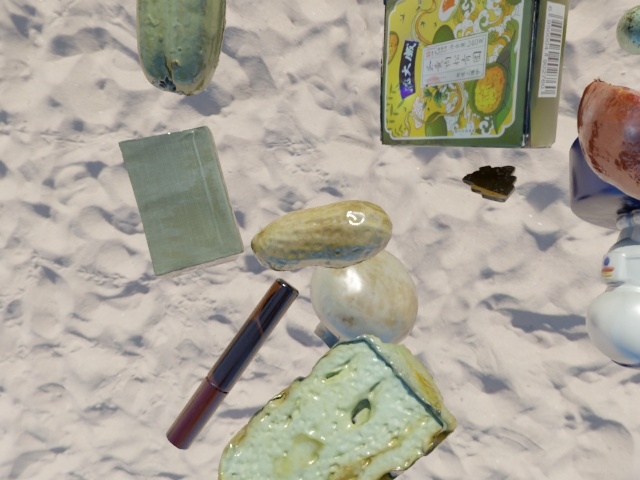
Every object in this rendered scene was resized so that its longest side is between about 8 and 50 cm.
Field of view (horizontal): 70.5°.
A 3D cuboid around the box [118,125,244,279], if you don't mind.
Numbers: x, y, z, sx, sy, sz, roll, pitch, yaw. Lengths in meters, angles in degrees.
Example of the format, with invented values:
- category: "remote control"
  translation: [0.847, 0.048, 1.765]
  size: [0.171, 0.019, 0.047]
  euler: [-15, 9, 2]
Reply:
- category: "box"
  translation: [-0.241, -0.062, 0.812]
  size: [0.156, 0.149, 0.231]
  euler: [-16, 87, -15]

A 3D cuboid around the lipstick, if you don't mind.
- category: "lipstick"
  translation: [-0.162, 0.226, 0.848]
  size: [0.057, 0.057, 0.356]
  euler: [35, 87, -2]

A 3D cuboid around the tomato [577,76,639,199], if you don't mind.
- category: "tomato"
  translation: [0.262, -0.065, 0.347]
  size: [0.156, 0.155, 0.069]
  euler: [23, 119, 1]

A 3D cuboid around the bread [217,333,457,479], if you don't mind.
- category: "bread"
  translation: [0.007, 0.192, 0.443]
  size: [0.232, 0.088, 0.128]
  euler: [-41, 77, 6]

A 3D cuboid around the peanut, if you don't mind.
- category: "peanut"
  translation: [0.000, 0.000, 0.701]
  size: [0.226, 0.095, 0.108]
  euler: [-9, 137, 12]

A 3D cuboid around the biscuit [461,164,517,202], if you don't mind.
- category: "biscuit"
  translation: [0.381, -0.124, 1.000]
  size: [0.120, 0.130, 0.019]
  euler: [-11, 131, 9]

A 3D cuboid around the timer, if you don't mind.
- category: "timer"
  translation: [0.532, 0.018, 0.740]
  size: [0.271, 0.270, 0.383]
  euler: [13, 83, 4]

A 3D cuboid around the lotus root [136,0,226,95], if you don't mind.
- category: "lotus root"
  translation: [-0.139, -0.242, 0.460]
  size: [0.090, 0.077, 0.182]
  euler: [10, 107, 14]

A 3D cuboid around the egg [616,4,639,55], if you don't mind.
- category: "egg"
  translation: [0.705, -0.464, 1.003]
  size: [0.085, 0.085, 0.110]
  euler: [-31, 130, 13]

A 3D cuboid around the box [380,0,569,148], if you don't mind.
- category: "box"
  translation: [0.322, -0.399, 1.023]
  size: [0.138, 0.420, 0.372]
  euler: [-11, 107, -34]

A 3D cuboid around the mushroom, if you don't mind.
- category: "mushroom"
  translation: [0.091, 0.159, 1.180]
  size: [0.298, 0.297, 0.290]
  euler: [38, 130, -3]
